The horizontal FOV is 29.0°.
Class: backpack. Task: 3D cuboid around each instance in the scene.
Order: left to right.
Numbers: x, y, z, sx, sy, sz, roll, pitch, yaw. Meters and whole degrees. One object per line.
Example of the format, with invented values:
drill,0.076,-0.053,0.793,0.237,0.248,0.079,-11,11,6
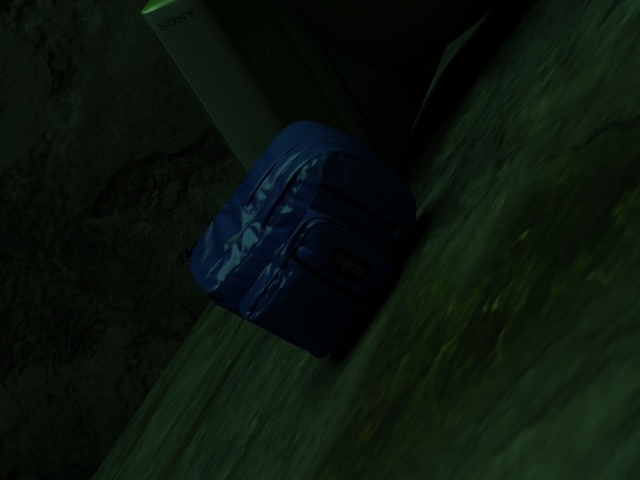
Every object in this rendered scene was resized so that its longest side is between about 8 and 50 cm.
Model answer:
backpack,0.000,0.000,0.721,0.120,0.098,0.101,-56,34,7

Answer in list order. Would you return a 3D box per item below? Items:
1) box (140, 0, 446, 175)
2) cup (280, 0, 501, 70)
box,-0.001,-0.169,0.985,0.058,0.232,0.322,-16,30,30
cup,0.091,-0.323,0.917,0.237,0.331,0.331,-22,25,35
